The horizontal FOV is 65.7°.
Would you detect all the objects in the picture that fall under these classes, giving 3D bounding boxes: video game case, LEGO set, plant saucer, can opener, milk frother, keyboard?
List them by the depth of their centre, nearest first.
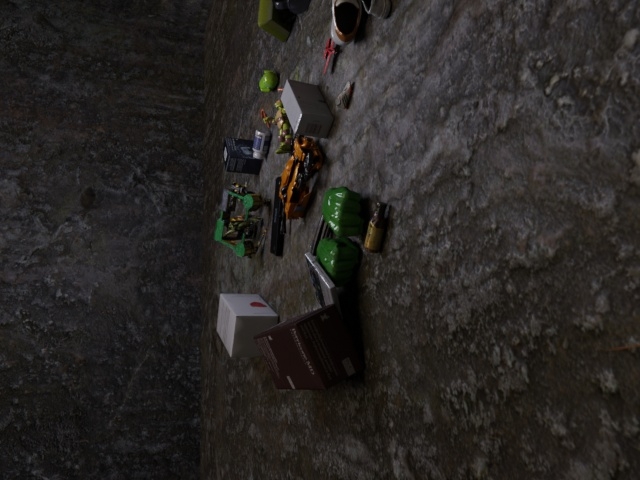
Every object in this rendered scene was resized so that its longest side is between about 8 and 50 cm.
[{"bbox_3d":[0.014,0.150,1.405,0.173,0.022,0.190,51,160,49],"label":"video game case"},{"bbox_3d":[0.000,0.000,1.531,0.073,0.059,0.185,-134,52,-60],"label":"can opener"},{"bbox_3d":[-0.105,-0.887,1.887,0.129,0.143,0.134,-31,45,7],"label":"milk frother"},{"bbox_3d":[-0.155,-0.096,1.940,0.201,0.033,0.316,-165,79,-73],"label":"keyboard"},{"bbox_3d":[-0.169,-0.912,1.966,0.045,0.188,0.188,6,93,29],"label":"plant saucer"},{"bbox_3d":[-0.320,-0.095,2.207,0.255,0.192,0.330,14,104,36],"label":"LEGO set"}]

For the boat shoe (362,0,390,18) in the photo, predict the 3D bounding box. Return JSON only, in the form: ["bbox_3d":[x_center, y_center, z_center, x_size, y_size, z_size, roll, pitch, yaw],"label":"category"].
[{"bbox_3d":[0.132,-0.657,1.323,0.066,0.063,0.184,127,141,-52],"label":"boat shoe"}]

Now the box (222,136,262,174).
[{"bbox_3d":[-0.365,-0.393,2.303,0.155,0.159,0.093,-109,32,-41],"label":"box"}]

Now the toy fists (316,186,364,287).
[{"bbox_3d":[0.056,-0.009,1.365,0.142,0.096,0.278,-127,43,-69],"label":"toy fists"}]

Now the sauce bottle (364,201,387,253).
[{"bbox_3d":[0.140,-0.033,1.239,0.042,0.042,0.128,-142,60,-62],"label":"sauce bottle"}]

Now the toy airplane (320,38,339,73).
[{"bbox_3d":[0.028,-0.613,1.599,0.151,0.028,0.151,-175,90,-66],"label":"toy airplane"}]

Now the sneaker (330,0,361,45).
[{"bbox_3d":[0.082,-0.704,1.381,0.123,0.106,0.289,-113,21,-74],"label":"sneaker"}]

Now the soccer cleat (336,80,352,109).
[{"bbox_3d":[0.070,-0.430,1.466,0.029,0.036,0.083,-123,43,-55],"label":"soccer cleat"}]

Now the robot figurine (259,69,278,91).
[{"bbox_3d":[-0.223,-0.684,2.137,0.115,0.067,0.101,-20,56,64],"label":"robot figurine"}]

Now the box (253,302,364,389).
[{"bbox_3d":[-0.048,0.318,1.428,0.191,0.143,0.381,65,150,5],"label":"box"}]

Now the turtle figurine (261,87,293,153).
[{"bbox_3d":[-0.149,-0.449,1.910,0.270,0.087,0.217,-14,81,56],"label":"turtle figurine"}]

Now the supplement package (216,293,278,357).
[{"bbox_3d":[-0.304,0.340,2.028,0.293,0.178,0.175,-154,70,-64],"label":"supplement package"}]

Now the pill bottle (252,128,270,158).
[{"bbox_3d":[-0.263,-0.424,2.188,0.067,0.067,0.120,-124,44,-55],"label":"pill bottle"}]

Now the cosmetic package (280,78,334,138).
[{"bbox_3d":[-0.047,-0.438,1.639,0.231,0.118,0.085,-110,34,-41],"label":"cosmetic package"}]

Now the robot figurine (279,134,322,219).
[{"bbox_3d":[-0.070,-0.225,1.696,0.211,0.085,0.290,-111,33,-43],"label":"robot figurine"}]
